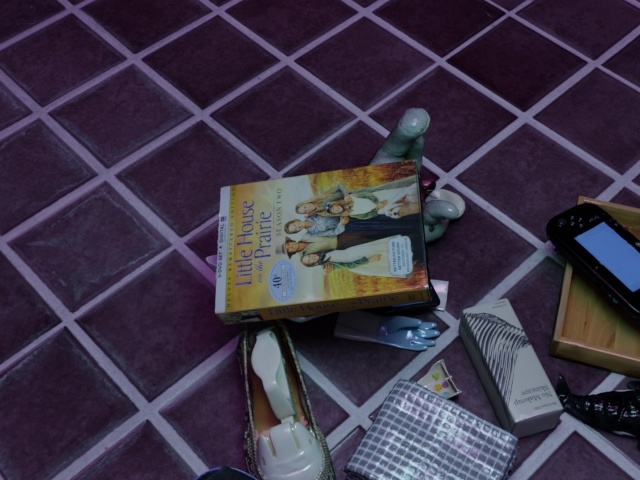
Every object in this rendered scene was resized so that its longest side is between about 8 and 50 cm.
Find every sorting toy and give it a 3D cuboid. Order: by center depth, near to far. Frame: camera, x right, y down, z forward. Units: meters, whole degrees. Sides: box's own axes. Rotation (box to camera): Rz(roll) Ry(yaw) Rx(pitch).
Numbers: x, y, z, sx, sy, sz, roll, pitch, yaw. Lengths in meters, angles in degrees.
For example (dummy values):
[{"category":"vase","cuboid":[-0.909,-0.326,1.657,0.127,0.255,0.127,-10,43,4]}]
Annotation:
[{"category":"sorting toy","cuboid":[0.242,0.304,1.782,0.075,0.045,0.083,-23,56,-7]}]

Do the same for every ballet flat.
[{"category":"ballet flat","cuboid":[-0.083,0.339,1.672,0.164,0.182,0.483,-13,54,-6]}]

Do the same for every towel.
[{"category":"towel","cuboid":[0.219,0.423,1.641,0.283,0.121,0.235,25,58,18]}]

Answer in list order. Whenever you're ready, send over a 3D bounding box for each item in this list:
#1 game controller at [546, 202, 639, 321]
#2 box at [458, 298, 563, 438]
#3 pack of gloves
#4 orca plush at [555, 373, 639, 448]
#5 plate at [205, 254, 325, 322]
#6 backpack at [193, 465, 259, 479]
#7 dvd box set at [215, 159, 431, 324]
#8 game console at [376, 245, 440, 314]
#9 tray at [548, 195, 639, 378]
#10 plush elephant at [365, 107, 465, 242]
[{"category":"game controller","cuboid":[0.643,0.042,1.863,0.166,0.067,0.319,-29,58,-19]},{"category":"box","cuboid":[0.388,0.263,1.774,0.113,0.094,0.275,-15,54,-10]},{"category":"pack of gloves","cuboid":[0.161,0.142,1.901,0.232,0.046,0.195,9,54,8]},{"category":"orca plush","cuboid":[0.623,0.320,1.721,0.287,0.102,0.151,19,56,15]},{"category":"plate","cuboid":[-0.071,0.097,1.856,0.278,0.045,0.277,29,22,28]},{"category":"backpack","cuboid":[-0.167,0.545,1.500,0.276,0.213,0.263,31,72,15]},{"category":"dvd box set","cuboid":[0.000,0.000,1.718,0.420,0.062,0.308,-7,58,10]},{"category":"game console","cuboid":[0.183,0.086,1.883,0.144,0.085,0.124,-8,41,-11]},{"category":"tray","cuboid":[0.645,0.095,1.910,0.202,0.076,0.411,13,54,11]},{"category":"plush elephant","cuboid":[0.205,-0.089,1.961,0.255,0.330,0.272,34,72,-2]}]
